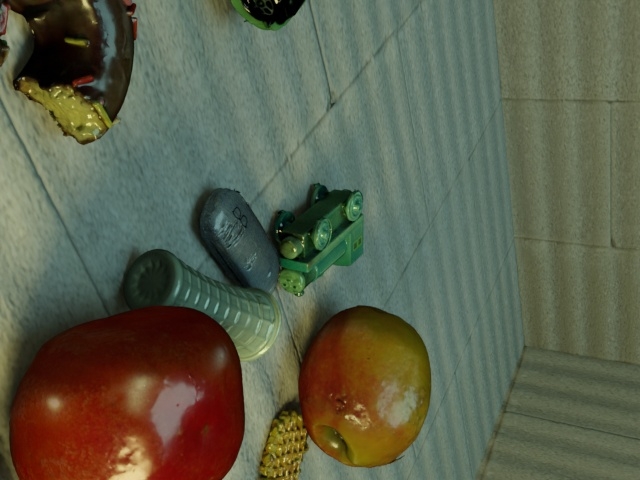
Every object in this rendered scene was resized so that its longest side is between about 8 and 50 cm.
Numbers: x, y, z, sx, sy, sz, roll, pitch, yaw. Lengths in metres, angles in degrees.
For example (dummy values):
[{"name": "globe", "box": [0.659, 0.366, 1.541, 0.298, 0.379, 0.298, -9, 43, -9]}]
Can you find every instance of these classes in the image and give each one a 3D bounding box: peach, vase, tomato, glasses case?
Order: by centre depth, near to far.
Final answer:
[{"name": "tomato", "box": [-0.259, 0.239, 1.124, 0.325, 0.289, 0.293, -4, 100, -56]}, {"name": "vase", "box": [-0.200, 0.109, 1.376, 0.299, 0.143, 0.143, 36, 65, -57]}, {"name": "glasses case", "box": [-0.148, 0.012, 1.518, 0.109, 0.067, 0.282, -64, 146, -28]}, {"name": "peach", "box": [0.110, 0.323, 1.835, 0.372, 0.290, 0.373, 18, 57, -30]}]

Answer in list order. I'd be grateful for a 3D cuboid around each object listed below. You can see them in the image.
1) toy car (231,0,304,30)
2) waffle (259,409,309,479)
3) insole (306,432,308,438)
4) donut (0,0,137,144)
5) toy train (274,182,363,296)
[{"name": "toy car", "box": [-0.122, -0.539, 1.333, 0.213, 0.176, 0.359, -60, 149, -35]}, {"name": "waffle", "box": [-0.078, 0.472, 1.789, 0.191, 0.038, 0.191, -19, 112, -57]}, {"name": "insole", "box": [-0.020, 0.434, 1.928, 0.188, 0.004, 0.064, -52, 139, -44]}, {"name": "donut", "box": [-0.351, -0.287, 0.995, 0.345, 0.136, 0.259, 33, 70, -61]}, {"name": "toy train", "box": [0.000, 0.000, 1.746, 0.298, 0.120, 0.194, -40, 136, -52]}]
